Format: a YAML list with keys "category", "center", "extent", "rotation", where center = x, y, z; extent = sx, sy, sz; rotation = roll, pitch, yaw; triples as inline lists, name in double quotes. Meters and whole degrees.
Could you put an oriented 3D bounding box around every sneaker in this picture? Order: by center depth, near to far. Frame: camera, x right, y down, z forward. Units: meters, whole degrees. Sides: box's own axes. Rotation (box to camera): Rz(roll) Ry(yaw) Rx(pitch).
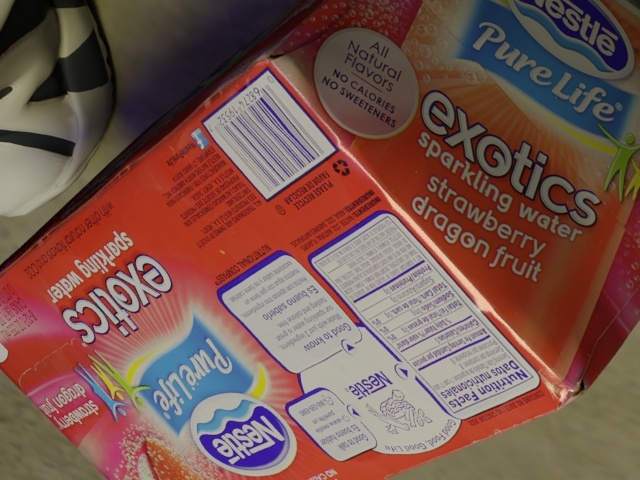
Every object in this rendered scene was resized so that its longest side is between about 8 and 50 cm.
- category: "sneaker"
  center: [-0.149, -0.060, 0.705]
  extent: [0.094, 0.153, 0.235]
  rotation: [39, 146, 9]

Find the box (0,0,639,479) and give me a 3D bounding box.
- category: "box"
  center: [0.000, 0.000, 0.644]
  extent: [0.128, 0.122, 0.257]
  rotation: [48, 146, -6]
